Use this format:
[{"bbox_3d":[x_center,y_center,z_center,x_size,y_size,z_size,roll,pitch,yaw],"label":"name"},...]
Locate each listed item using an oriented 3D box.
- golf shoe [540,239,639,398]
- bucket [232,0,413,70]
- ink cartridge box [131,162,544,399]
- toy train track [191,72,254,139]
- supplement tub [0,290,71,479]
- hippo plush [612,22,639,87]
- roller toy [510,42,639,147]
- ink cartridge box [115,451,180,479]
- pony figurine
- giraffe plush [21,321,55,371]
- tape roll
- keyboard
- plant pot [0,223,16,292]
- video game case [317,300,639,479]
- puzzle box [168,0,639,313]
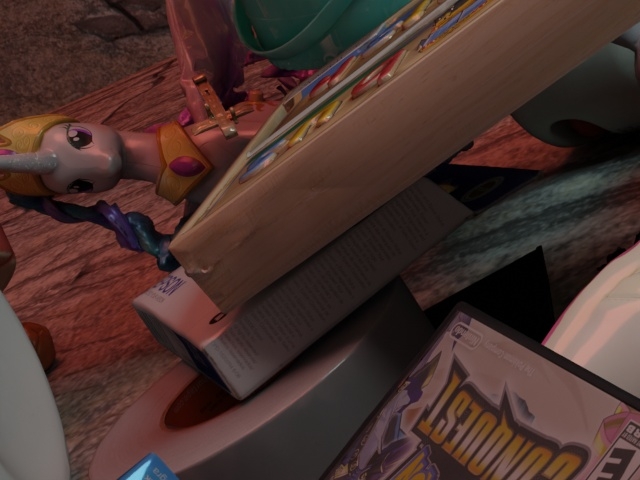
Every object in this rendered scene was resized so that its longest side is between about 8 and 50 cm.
[{"bbox_3d":[0.225,0.038,0.726,0.306,0.115,0.140,-32,19,-15],"label":"golf shoe"},{"bbox_3d":[0.038,-0.252,1.134,0.281,0.183,0.281,-19,20,7],"label":"bucket"},{"bbox_3d":[0.000,0.000,0.986,0.224,0.045,0.223,-36,13,-12],"label":"ink cartridge box"},{"bbox_3d":[-0.079,-0.103,1.170,0.048,0.014,0.083,-24,42,-7],"label":"toy train track"},{"bbox_3d":[-0.357,0.154,1.054,0.325,0.235,0.235,-25,15,5],"label":"supplement tub"},{"bbox_3d":[0.342,-0.149,1.068,0.236,0.234,0.294,-47,3,30],"label":"hippo plush"},{"bbox_3d":[0.229,-0.176,1.267,0.146,0.209,0.191,-14,36,38],"label":"roller toy"},{"bbox_3d":[-0.143,0.205,0.762,0.191,0.082,0.139,-38,-2,-41],"label":"ink cartridge box"},{"bbox_3d":[-0.063,-0.084,1.317,0.364,0.302,0.351,4,14,18],"label":"pony figurine"},{"bbox_3d":[-0.371,0.085,1.423,0.210,0.170,0.181,-17,18,31],"label":"giraffe plush"},{"bbox_3d":[-0.028,0.104,0.941,0.219,0.072,0.219,-31,13,8],"label":"tape roll"},{"bbox_3d":[0.123,0.075,0.918,0.202,0.033,0.317,-30,15,15],"label":"keyboard"},{"bbox_3d":[-0.390,-0.022,1.256,0.275,0.243,0.275,-37,-10,-7],"label":"plant pot"},{"bbox_3d":[0.035,0.153,0.622,0.248,0.035,0.275,-51,18,-2],"label":"video game case"},{"bbox_3d":[0.110,-0.134,0.883,0.409,0.052,0.272,-35,11,24],"label":"puzzle box"}]
